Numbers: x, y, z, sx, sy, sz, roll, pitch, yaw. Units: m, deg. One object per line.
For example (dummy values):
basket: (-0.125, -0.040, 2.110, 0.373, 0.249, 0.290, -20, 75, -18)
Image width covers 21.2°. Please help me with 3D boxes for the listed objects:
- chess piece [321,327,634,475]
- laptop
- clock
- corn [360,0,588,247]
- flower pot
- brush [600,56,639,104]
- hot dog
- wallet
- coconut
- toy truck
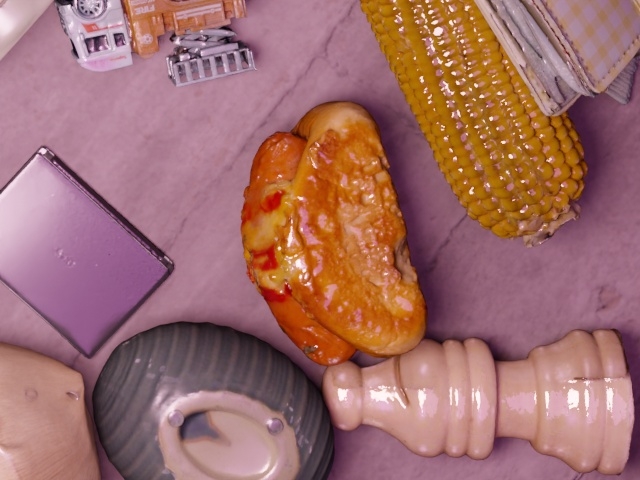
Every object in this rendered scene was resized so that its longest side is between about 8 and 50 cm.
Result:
chess piece: (0.153, 0.165, 1.732, 0.307, 0.124, 0.139, 0, 122, -8)
laptop: (-0.249, 0.013, 1.676, 0.180, 0.016, 0.129, 44, 88, -13)
clock: (-0.290, -0.208, 1.546, 0.062, 0.191, 0.151, 42, 89, -13)
corn: (0.138, -0.175, 1.666, 0.144, 0.144, 0.387, -29, 98, -6)
flower pot: (-0.102, 0.180, 1.656, 0.243, 0.157, 0.189, 26, 91, -15)
brush: (0.251, -0.204, 1.689, 0.218, 0.010, 0.083, 19, 83, -43)
hot dog: (0.000, 0.000, 1.656, 0.153, 0.150, 0.257, -15, 93, -12)
wallet: (0.266, -0.288, 1.643, 0.223, 0.077, 0.309, 52, 56, -13)
coconut: (-0.299, 0.198, 1.600, 0.224, 0.224, 0.224, -2, 98, -11)
toy truck: (-0.158, -0.204, 1.633, 0.177, 0.080, 0.115, -13, 109, -11)
